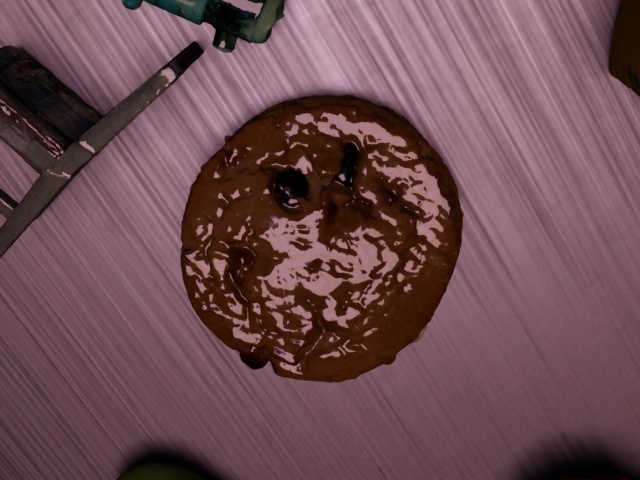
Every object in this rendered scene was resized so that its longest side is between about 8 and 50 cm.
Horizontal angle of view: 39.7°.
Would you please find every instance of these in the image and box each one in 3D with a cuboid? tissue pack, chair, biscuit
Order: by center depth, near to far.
[{"bbox_3d":[0.312,-0.183,0.772,0.082,0.169,0.120,9,111,3],"label":"tissue pack"},{"bbox_3d":[-0.261,-0.128,0.838,0.270,0.136,0.147,-42,104,18],"label":"chair"},{"bbox_3d":[0.000,0.000,0.876,0.295,0.075,0.296,0,95,1],"label":"biscuit"}]

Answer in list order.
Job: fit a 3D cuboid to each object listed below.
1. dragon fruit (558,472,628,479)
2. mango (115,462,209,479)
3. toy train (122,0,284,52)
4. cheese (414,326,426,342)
[{"bbox_3d":[0.305,0.337,0.965,0.209,0.172,0.172,8,111,15],"label":"dragon fruit"},{"bbox_3d":[-0.159,0.331,1.029,0.191,0.085,0.122,35,105,-9],"label":"mango"},{"bbox_3d":[-0.150,-0.289,0.790,0.298,0.120,0.194,23,117,-5],"label":"toy train"},{"bbox_3d":[0.022,0.057,0.941,0.194,0.043,0.065,19,108,-3],"label":"cheese"}]
